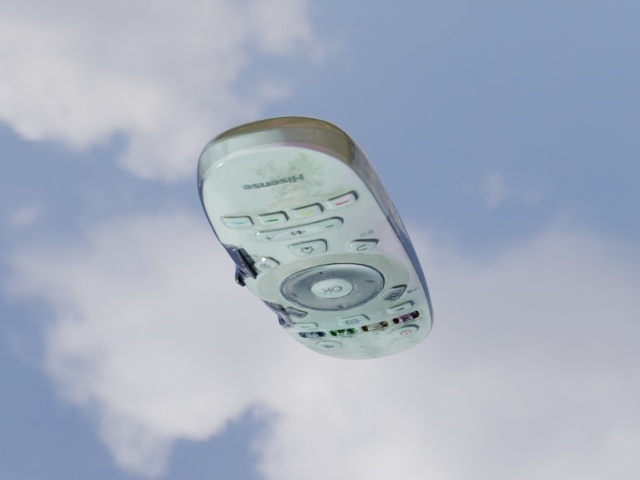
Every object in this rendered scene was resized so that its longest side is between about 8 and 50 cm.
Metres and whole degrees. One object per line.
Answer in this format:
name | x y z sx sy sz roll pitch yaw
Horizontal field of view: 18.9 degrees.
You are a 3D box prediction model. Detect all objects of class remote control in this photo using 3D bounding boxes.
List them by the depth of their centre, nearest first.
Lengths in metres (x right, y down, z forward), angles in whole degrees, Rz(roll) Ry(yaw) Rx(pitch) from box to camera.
remote control | 0.000 0.002 1.033 0.097 0.256 0.045 -9 -122 10
